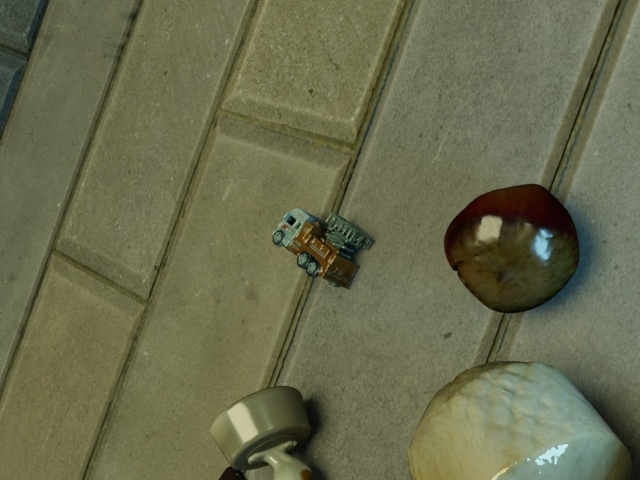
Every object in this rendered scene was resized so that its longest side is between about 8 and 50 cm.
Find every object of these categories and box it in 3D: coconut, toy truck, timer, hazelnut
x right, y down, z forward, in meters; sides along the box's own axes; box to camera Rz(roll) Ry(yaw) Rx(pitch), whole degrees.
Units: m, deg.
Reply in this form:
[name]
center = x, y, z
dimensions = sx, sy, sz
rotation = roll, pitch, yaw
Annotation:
[coconut]
center = 0.271, 0.333, 1.438
dimensions = 0.329, 0.329, 0.328
rotation = -16, 66, 40
[toy truck]
center = -0.001, 0.000, 1.944
dimensions = 0.178, 0.080, 0.115
rotation = 38, 99, 43
[timer]
center = -0.061, 0.405, 1.821
dimensions = 0.175, 0.175, 0.266
rotation = -44, 58, 25
[hazelnut]
center = 0.290, 0.003, 1.607
dimensions = 0.208, 0.208, 0.208
rotation = -16, 66, 40

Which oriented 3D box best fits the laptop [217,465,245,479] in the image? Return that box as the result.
[laptop]
center = -0.155, 0.539, 1.957
dimensions = 0.154, 0.026, 0.207
rotation = -57, 45, 16
